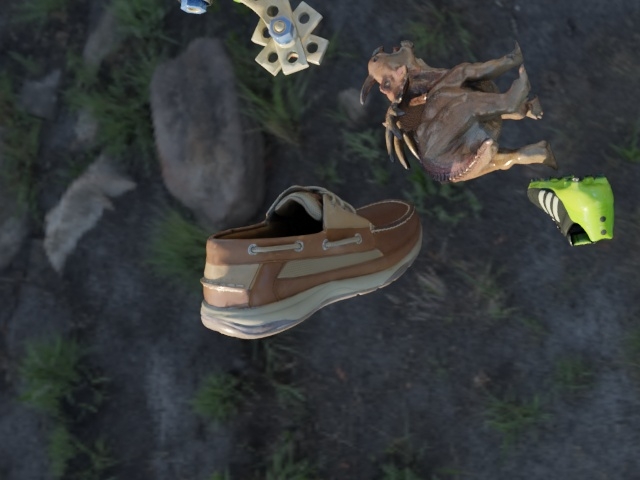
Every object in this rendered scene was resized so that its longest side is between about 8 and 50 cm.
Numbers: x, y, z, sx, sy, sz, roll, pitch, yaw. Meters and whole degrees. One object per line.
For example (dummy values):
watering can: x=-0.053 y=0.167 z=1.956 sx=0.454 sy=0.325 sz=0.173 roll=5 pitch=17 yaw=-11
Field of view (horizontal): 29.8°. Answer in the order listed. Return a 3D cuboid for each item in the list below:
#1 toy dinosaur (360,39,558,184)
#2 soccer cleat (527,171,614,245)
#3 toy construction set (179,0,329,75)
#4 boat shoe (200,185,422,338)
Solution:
toy dinosaur: x=0.147 y=-0.126 z=1.349 sx=0.200 sy=0.127 sz=0.296 roll=-18 pitch=30 yaw=13
soccer cleat: x=0.256 y=-0.032 z=1.240 sx=0.060 sy=0.179 sz=0.072 roll=-9 pitch=95 yaw=-5
toy construction set: x=-0.095 y=-0.340 z=1.504 sx=0.215 sy=0.328 sz=0.151 roll=4 pitch=68 yaw=13
boat shoe: x=0.000 y=0.000 z=1.289 sx=0.123 sy=0.324 sz=0.116 roll=6 pitch=111 yaw=38
